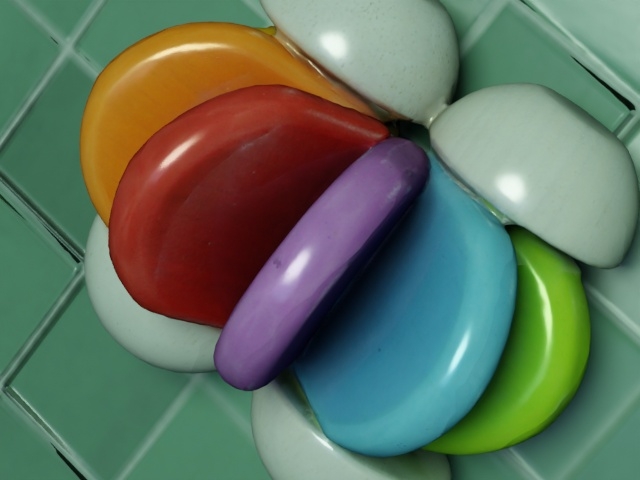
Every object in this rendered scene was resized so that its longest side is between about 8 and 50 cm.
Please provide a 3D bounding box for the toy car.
[{"bbox_3d":[0.000,0.000,0.484,0.182,0.136,0.159,41,105,15],"label":"toy car"}]
